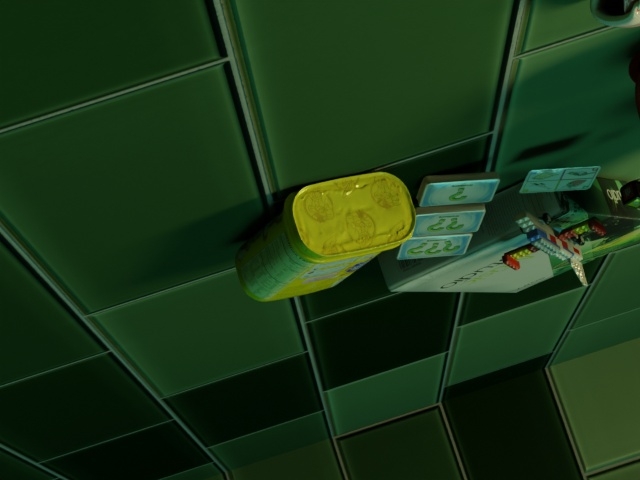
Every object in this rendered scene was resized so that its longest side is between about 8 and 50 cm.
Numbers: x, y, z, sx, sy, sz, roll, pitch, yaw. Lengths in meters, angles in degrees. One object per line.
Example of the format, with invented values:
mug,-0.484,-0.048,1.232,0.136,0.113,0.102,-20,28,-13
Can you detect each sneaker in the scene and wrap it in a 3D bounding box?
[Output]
sneaker,0.260,-0.192,1.386,0.134,0.051,0.070,-22,173,36

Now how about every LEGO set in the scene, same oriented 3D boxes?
LEGO set,0.212,-0.012,1.933,0.244,0.060,0.182,-4,154,-11

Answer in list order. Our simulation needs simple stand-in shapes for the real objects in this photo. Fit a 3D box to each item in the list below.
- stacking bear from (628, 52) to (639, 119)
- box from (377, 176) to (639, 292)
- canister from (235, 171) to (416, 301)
stacking bear,0.411,-0.143,1.599,0.289,0.175,0.164,-13,180,18
box,0.242,-0.004,2.164,0.232,0.058,0.322,-26,166,29
canister,0.000,0.000,1.803,0.126,0.073,0.170,-12,168,-26
